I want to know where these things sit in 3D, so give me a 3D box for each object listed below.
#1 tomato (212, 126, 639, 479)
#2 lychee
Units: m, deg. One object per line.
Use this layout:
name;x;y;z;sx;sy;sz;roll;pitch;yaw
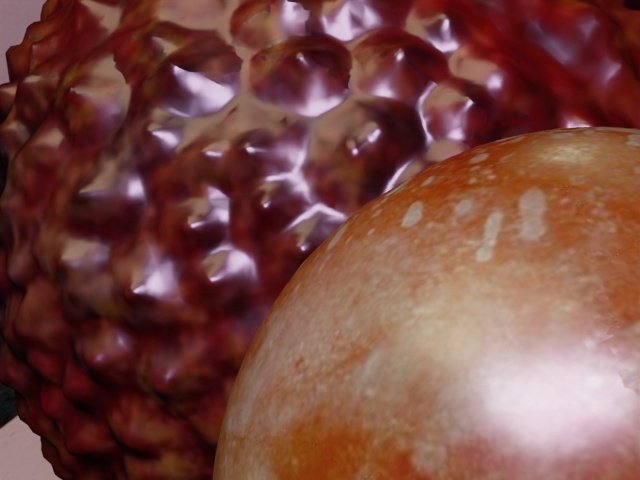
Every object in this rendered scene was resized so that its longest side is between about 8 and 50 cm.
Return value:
tomato;0.083;0.097;0.666;0.222;0.270;0.270;-6;-3;-42
lychee;0.000;0.000;1.048;0.500;0.425;0.424;-1;33;37
